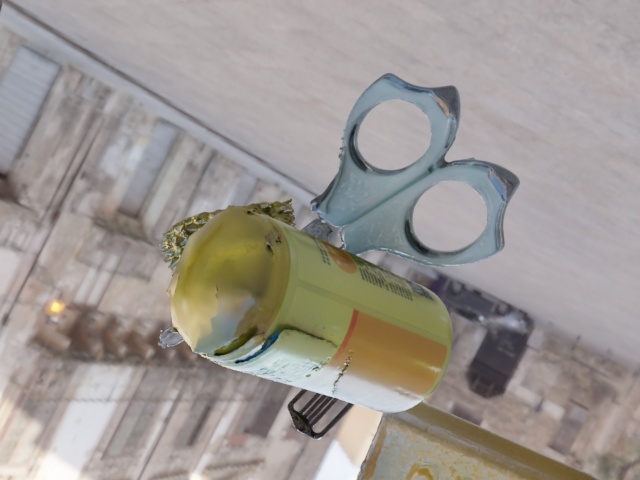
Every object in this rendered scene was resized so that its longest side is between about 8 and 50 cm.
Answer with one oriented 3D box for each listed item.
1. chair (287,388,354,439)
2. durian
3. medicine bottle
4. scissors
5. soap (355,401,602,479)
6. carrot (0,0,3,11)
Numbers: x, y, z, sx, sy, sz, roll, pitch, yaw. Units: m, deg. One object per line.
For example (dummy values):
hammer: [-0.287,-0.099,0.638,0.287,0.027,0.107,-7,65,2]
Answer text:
chair: [0.031,0.172,1.355,0.084,0.212,0.101,43,171,27]
durian: [-0.108,0.028,1.120,0.186,0.108,0.119,-22,163,24]
medicine bottle: [-0.008,0.060,0.776,0.239,0.124,0.124,23,-176,-42]
scissors: [0.000,0.000,0.897,0.191,0.360,0.029,58,-176,2]
soap: [0.178,0.313,1.165,0.274,0.174,0.089,22,-168,10]
carrot: [-0.316,-0.126,0.821,0.070,0.342,0.070,11,177,1]
